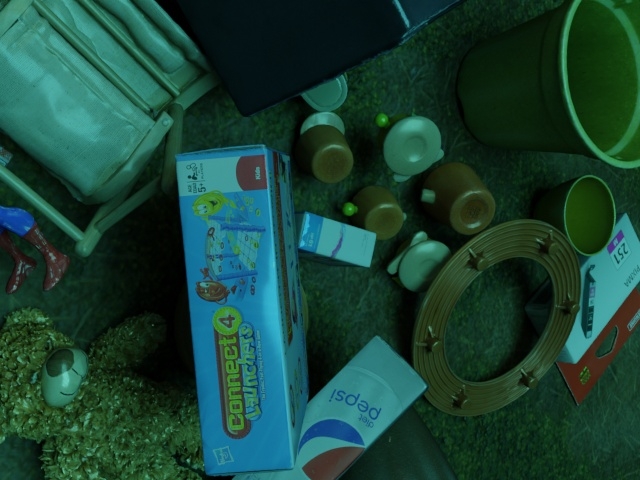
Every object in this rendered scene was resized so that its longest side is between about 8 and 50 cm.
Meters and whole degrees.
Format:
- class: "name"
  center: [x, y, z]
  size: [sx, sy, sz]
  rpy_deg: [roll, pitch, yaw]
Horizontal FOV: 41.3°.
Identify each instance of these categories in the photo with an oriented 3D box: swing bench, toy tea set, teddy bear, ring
- class: "swing bench"
  center: [-0.259, -0.171, 0.902]
  size: [0.253, 0.165, 0.254]
  rpy_deg: [45, 31, -26]
- class: "toy tea set"
  center: [0.107, -0.086, 1.233]
  size: [0.200, 0.124, 0.336]
  rpy_deg: [-43, 121, 5]
- class: "teddy bear"
  center: [-0.230, 0.207, 0.974]
  size: [0.245, 0.113, 0.338]
  rpy_deg: [-45, 115, -29]
- class: "ring"
  center: [0.285, 0.129, 1.317]
  size: [0.336, 0.032, 0.336]
  rpy_deg: [-13, 118, -27]

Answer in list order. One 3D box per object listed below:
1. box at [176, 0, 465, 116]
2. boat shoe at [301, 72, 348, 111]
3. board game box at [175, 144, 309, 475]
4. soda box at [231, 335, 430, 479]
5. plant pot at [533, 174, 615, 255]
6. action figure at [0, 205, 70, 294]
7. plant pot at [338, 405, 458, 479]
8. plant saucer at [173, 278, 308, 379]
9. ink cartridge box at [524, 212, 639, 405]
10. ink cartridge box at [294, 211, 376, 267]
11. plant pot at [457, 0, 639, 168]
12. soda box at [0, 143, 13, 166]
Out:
- class: "box"
  center: [0.026, -0.476, 0.975]
  size: [0.472, 0.297, 0.480]
  rpy_deg: [-39, 105, -40]
- class: "boat shoe"
  center: [-0.039, -0.275, 1.133]
  size: [0.081, 0.068, 0.228]
  rpy_deg: [-29, 101, 15]
- class: "board game box"
  center: [-0.073, 0.056, 0.929]
  size: [0.086, 0.302, 0.308]
  rpy_deg: [-5, 94, 3]
- class: "soda box"
  center: [0.006, 0.251, 1.067]
  size: [0.286, 0.098, 0.091]
  rpy_deg: [-45, 76, -1]
- class: "plant pot"
  center: [0.419, -0.042, 1.441]
  size: [0.134, 0.095, 0.134]
  rpy_deg: [-1, 91, -35]
- class: "action figure"
  center: [-0.365, -0.031, 0.785]
  size: [0.280, 0.091, 0.139]
  rpy_deg: [60, 37, -34]
- class: "plant pot"
  center: [0.094, 0.334, 1.165]
  size: [0.215, 0.215, 0.230]
  rpy_deg: [-12, 83, -35]
- class: "plant saucer"
  center: [-0.095, 0.106, 1.114]
  size: [0.200, 0.037, 0.200]
  rpy_deg: [0, 90, -36]
- class: "ink cartridge box"
  center: [0.505, 0.125, 1.527]
  size: [0.275, 0.060, 0.239]
  rpy_deg: [-43, 112, -27]
- class: "ink cartridge box"
  center: [0.000, 0.000, 1.147]
  size: [0.122, 0.088, 0.052]
  rpy_deg: [15, 82, -35]
- class: "plant pot"
  center: [0.360, -0.240, 1.301]
  size: [0.276, 0.254, 0.276]
  rpy_deg: [0, 90, -35]
- class: "soda box"
  center: [-0.399, -0.031, 0.880]
  size: [0.058, 0.063, 0.183]
  rpy_deg: [39, 68, -31]
